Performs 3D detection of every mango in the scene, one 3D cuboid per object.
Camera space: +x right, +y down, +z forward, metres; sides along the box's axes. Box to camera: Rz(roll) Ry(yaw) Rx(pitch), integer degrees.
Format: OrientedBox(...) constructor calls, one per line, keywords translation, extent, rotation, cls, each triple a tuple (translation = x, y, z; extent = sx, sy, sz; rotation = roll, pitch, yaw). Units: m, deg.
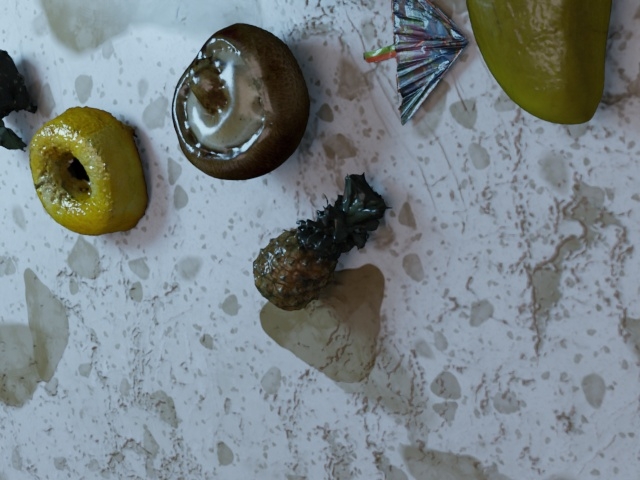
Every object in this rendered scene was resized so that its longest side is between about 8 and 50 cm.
OrientedBox(translation=(0.281, -0.321, 1.299), extent=(0.195, 0.142, 0.331), rotation=(10, 107, 37), cls="mango")

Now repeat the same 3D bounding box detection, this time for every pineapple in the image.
OrientedBox(translation=(0.000, 0.000, 1.568), extent=(0.248, 0.128, 0.128), rotation=(-46, 73, 27), cls="pineapple")

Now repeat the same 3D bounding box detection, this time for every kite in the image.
OrientedBox(translation=(0.139, -0.296, 1.478), extent=(0.183, 0.014, 0.241), rotation=(-6, 95, 38), cls="kite")

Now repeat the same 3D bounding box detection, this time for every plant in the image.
OrientedBox(translation=(-0.639, -0.263, 1.939), extent=(0.131, 0.142, 0.203), rotation=(-4, 109, 27), cls="plant")

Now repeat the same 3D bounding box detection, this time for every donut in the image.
OrientedBox(translation=(-0.431, -0.124, 1.848), extent=(0.253, 0.118, 0.253), rotation=(15, 121, 26), cls="donut")

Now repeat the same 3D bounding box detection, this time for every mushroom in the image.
OrientedBox(translation=(-0.126, -0.218, 1.588), extent=(0.253, 0.153, 0.253), rotation=(5, 99, 34), cls="mushroom")
